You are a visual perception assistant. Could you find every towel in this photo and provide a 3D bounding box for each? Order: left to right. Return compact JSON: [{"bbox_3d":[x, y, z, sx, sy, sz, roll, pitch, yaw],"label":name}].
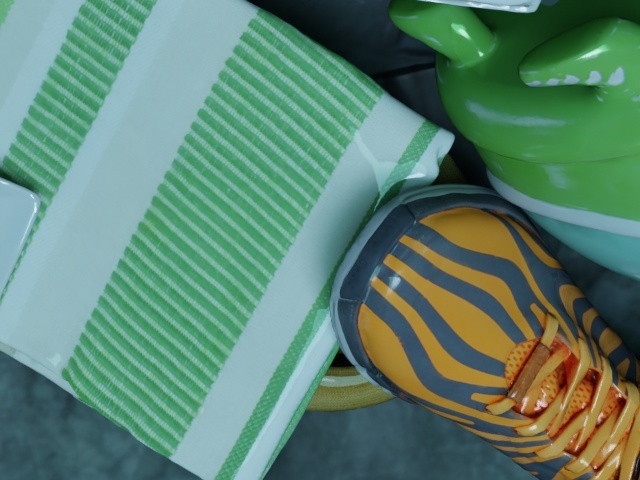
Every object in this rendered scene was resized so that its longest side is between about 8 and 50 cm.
[{"bbox_3d":[-0.120,-0.039,1.062,0.325,0.038,0.247,31,105,8],"label":"towel"}]

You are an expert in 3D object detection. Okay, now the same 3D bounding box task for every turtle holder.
[{"bbox_3d":[0.219,-0.087,0.988,0.320,0.243,0.227,-6,132,41],"label":"turtle holder"}]

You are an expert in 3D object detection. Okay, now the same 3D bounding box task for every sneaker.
[{"bbox_3d":[0.147,0.085,1.040,0.124,0.180,0.321,-56,138,1],"label":"sneaker"}]

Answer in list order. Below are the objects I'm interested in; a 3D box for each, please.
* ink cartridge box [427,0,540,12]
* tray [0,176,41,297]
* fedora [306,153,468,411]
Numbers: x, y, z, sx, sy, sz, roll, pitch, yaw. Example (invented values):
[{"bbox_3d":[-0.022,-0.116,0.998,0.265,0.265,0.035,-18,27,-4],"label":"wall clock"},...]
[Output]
[{"bbox_3d":[0.039,-0.244,0.916,0.122,0.289,0.211,6,109,-7],"label":"ink cartridge box"},{"bbox_3d":[-0.296,-0.010,1.022,0.270,0.030,0.145,21,102,-20],"label":"tray"},{"bbox_3d":[0.000,0.000,1.115,0.194,0.079,0.194,0,103,1],"label":"fedora"}]
